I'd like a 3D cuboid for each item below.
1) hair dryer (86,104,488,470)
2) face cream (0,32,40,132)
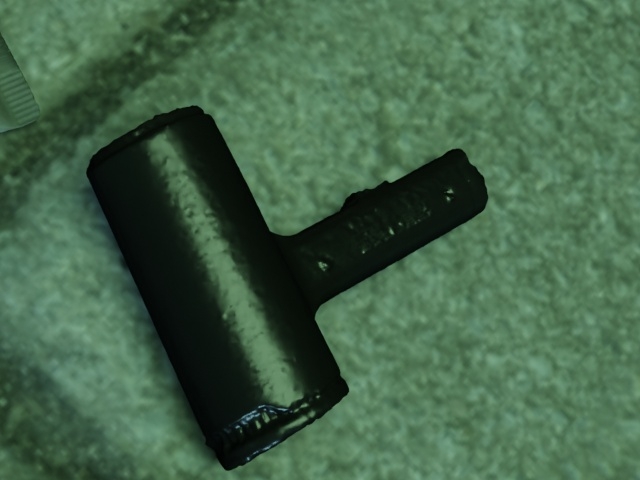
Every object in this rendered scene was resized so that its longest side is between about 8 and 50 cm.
[{"bbox_3d":[0.000,0.000,0.961,0.251,0.089,0.197,-24,84,-34],"label":"hair dryer"},{"bbox_3d":[-0.313,-0.072,0.854,0.314,0.089,0.143,-29,89,-36],"label":"face cream"}]
